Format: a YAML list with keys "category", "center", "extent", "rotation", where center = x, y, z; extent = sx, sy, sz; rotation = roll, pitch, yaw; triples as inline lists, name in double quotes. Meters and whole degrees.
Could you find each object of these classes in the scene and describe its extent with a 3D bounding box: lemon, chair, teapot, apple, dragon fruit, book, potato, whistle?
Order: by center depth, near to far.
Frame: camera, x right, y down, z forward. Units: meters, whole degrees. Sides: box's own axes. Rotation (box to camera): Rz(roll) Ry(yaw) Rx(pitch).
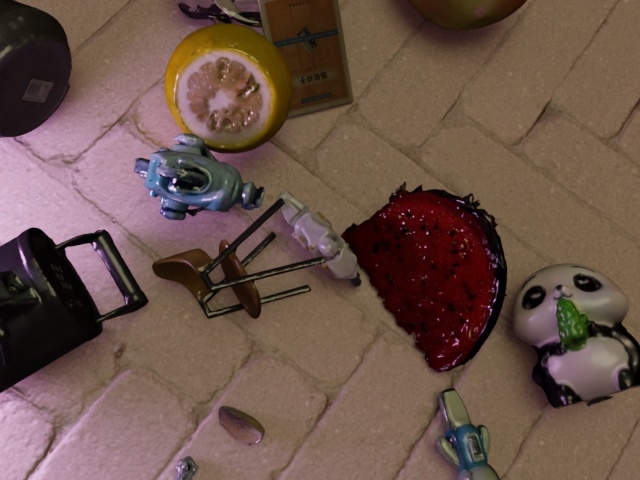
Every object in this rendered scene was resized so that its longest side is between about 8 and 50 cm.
- category: "potato"
  center: [-0.136, 0.324, 1.219]
  extent: [0.093, 0.036, 0.037]
  rotation: [28, 104, 19]
- category: "chair"
  center: [-0.147, 0.057, 1.243]
  extent: [0.247, 0.159, 0.172]
  rotation: [-31, 75, -20]
- category: "whistle"
  center: [0.263, 0.383, 1.251]
  extent: [0.114, 0.077, 0.236]
  rotation: [-8, 66, -23]
- category: "teapot"
  center: [-0.635, -0.375, 1.278]
  extent: [0.344, 0.253, 0.300]
  rotation: [36, 35, 9]
- category: "dragon fruit"
  center: [0.232, 0.049, 1.315]
  extent: [0.343, 0.282, 0.100]
  rotation: [57, 30, 12]
- category: "lemon"
  center: [-0.170, -0.292, 1.326]
  extent: [0.240, 0.219, 0.240]
  rotation: [0, 114, 0]
- category: "book"
  center: [-0.027, -0.386, 1.424]
  extent: [0.170, 0.018, 0.242]
  rotation: [-17, 111, -16]
- category: "apple"
  center: [0.322, -0.617, 1.497]
  extent: [0.277, 0.319, 0.319]
  rotation: [-9, 71, -38]

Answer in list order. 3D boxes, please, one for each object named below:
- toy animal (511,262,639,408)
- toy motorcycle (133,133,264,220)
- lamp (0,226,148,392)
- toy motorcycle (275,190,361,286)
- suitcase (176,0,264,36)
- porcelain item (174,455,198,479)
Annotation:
- category: "toy animal"
  center: [0.473, 0.171, 1.292]
  extent: [0.212, 0.212, 0.267]
  rotation: [-14, 77, -15]
- category: "toy motorcycle"
  center: [-0.215, -0.103, 1.232]
  extent: [0.206, 0.260, 0.154]
  rotation: [15, 90, -29]
- category: "lamp"
  center: [-0.500, 0.120, 1.123]
  extent: [0.272, 0.374, 0.205]
  rotation: [-32, 84, 13]
- category: "toy motorcycle"
  center: [0.000, 0.000, 1.296]
  extent: [0.074, 0.151, 0.229]
  rotation: [-40, 89, 0]
- category: "suitcase"
  center: [-0.141, -0.582, 1.456]
  extent: [0.351, 0.194, 0.339]
  rotation: [-4, 74, -12]
- category: "porcelain item"
  center: [-0.230, 0.405, 1.173]
  extent: [0.036, 0.028, 0.083]
  rotation: [18, 66, -22]
